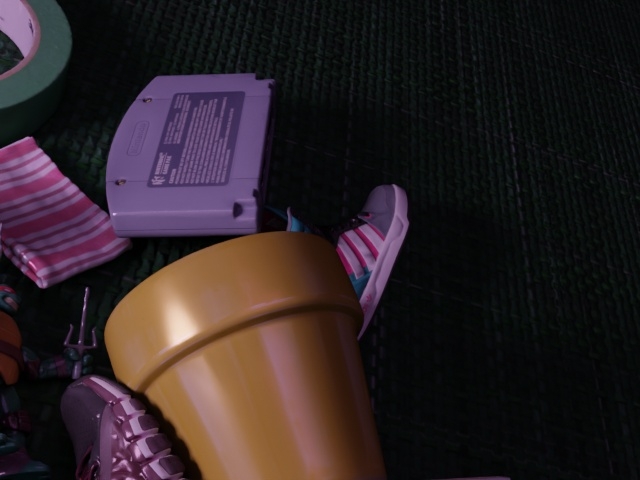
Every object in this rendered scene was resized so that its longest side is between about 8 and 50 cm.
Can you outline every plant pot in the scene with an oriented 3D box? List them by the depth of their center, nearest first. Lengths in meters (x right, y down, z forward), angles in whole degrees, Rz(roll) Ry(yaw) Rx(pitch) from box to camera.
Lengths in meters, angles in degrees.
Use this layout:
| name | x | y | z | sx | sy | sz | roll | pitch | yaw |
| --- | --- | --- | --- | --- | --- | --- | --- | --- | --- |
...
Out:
| name | x | y | z | sx | sy | sz | roll | pitch | yaw |
| --- | --- | --- | --- | --- | --- | --- | --- | --- | --- |
| plant pot | -0.056 | 0.157 | 0.834 | 0.253 | 0.254 | 0.239 | -7 | 60 | -31 |

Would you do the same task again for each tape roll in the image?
| name | x | y | z | sx | sy | sz | roll | pitch | yaw |
| --- | --- | --- | --- | --- | --- | --- | --- | --- | --- |
| tape roll | -0.482 | -0.251 | 1.081 | 0.321 | 0.077 | 0.321 | 14 | 49 | -16 |

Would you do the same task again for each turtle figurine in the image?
| name | x | y | z | sx | sy | sz | roll | pitch | yaw |
| --- | --- | --- | --- | --- | --- | --- | --- | --- | --- |
| turtle figurine | -0.306 | 0.112 | 0.845 | 0.175 | 0.118 | 0.234 | 44 | 29 | -50 |

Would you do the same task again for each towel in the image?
| name | x | y | z | sx | sy | sz | roll | pitch | yaw |
| --- | --- | --- | --- | --- | --- | --- | --- | --- | --- |
| towel | -0.328 | -0.037 | 0.990 | 0.197 | 0.029 | 0.144 | 42 | 35 | 10 |

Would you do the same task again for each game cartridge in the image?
| name | x | y | z | sx | sy | sz | roll | pitch | yaw |
| --- | --- | --- | --- | --- | --- | --- | --- | --- | --- |
| game cartridge | -0.162 | -0.113 | 1.084 | 0.198 | 0.062 | 0.297 | -4 | 42 | 7 |

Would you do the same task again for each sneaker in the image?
| name | x | y | z | sx | sy | sz | roll | pitch | yaw |
| --- | --- | --- | --- | --- | --- | --- | --- | --- | --- |
| sneaker | -0.192 | 0.239 | 0.723 | 0.162 | 0.107 | 0.281 | -22 | 50 | -35 |
| sneaker | 0.000 | 0.000 | 1.087 | 0.178 | 0.124 | 0.296 | 34 | 46 | -10 |

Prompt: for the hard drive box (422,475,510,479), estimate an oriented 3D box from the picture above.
| name | x | y | z | sx | sy | sz | roll | pitch | yaw |
| --- | --- | --- | --- | --- | --- | --- | --- | --- | --- |
| hard drive box | 0.053 | 0.302 | 0.777 | 0.181 | 0.232 | 0.089 | 4 | 51 | -23 |
